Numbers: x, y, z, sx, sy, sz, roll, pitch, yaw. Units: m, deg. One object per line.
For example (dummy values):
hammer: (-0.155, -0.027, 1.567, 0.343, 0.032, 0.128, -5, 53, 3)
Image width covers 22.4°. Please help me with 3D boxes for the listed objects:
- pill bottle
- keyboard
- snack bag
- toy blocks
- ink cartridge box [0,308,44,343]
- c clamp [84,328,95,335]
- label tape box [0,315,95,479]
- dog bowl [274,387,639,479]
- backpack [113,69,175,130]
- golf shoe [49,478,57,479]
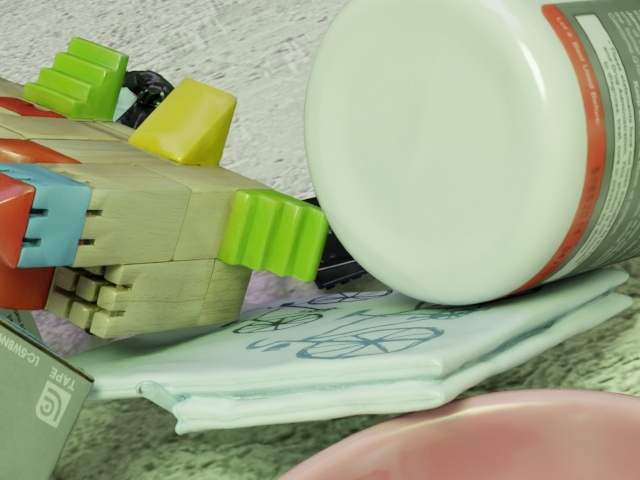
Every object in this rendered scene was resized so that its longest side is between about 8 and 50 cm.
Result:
pill bottle: (0.179, -0.087, 1.087, 0.210, 0.210, 0.363, 13, 17, 41)
keyboard: (0.000, 0.000, 1.284, 0.108, 0.023, 0.180, -13, 18, -7)
snack bag: (-0.007, 0.070, 1.043, 0.342, 0.037, 0.323, -6, 6, 29)
toy blocks: (-0.225, -0.036, 1.036, 0.381, 0.191, 0.261, 23, 13, 29)
ink cartridge box: (-0.376, 0.125, 1.192, 0.211, 0.122, 0.289, 9, 38, 36)
c clamp: (-0.126, 0.040, 1.281, 0.137, 0.022, 0.160, -27, 15, -12)
label tape box: (-0.305, 0.187, 0.920, 0.240, 0.106, 0.334, 9, 69, 38)
dog bowl: (0.093, 0.229, 0.758, 0.408, 0.150, 0.408, -13, 30, 7)
backpack: (-0.184, -0.041, 1.374, 0.115, 0.152, 0.182, 3, 42, 50)
golf shoe: (-0.218, 0.174, 1.071, 0.120, 0.105, 0.273, -5, 40, 6)
